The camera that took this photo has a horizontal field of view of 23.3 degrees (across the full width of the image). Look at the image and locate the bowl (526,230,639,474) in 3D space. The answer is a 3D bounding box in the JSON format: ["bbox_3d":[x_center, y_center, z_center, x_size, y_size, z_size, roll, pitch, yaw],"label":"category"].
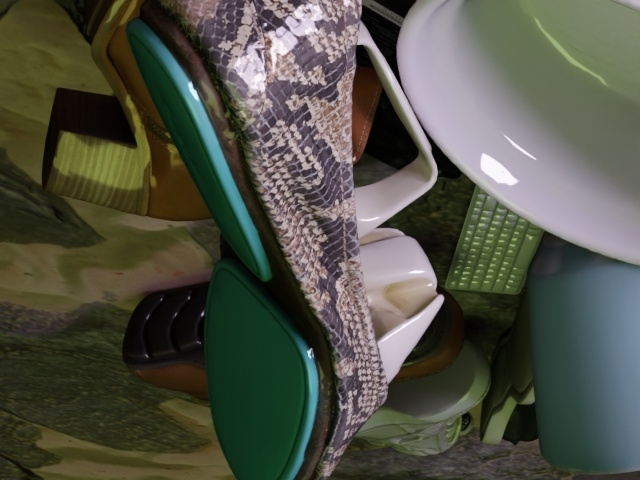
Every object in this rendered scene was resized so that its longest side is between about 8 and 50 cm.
[{"bbox_3d":[0.281,0.033,1.173,0.311,0.311,0.163,-19,97,40],"label":"bowl"}]

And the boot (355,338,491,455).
[{"bbox_3d":[0.118,0.164,1.613,0.123,0.095,0.258,22,157,-30],"label":"boot"}]

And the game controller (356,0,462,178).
[{"bbox_3d":[0.020,-0.147,1.143,0.319,0.067,0.166,26,132,-26],"label":"game controller"}]

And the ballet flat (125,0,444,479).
[{"bbox_3d":[0.000,0.000,1.041,0.182,0.164,0.483,-27,140,-18],"label":"ballet flat"}]

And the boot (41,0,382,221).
[{"bbox_3d":[-0.056,-0.119,1.054,0.220,0.109,0.283,7,127,-18],"label":"boot"}]

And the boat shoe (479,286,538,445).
[{"bbox_3d":[0.232,0.122,1.455,0.113,0.127,0.340,10,152,-2],"label":"boat shoe"}]

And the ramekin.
[{"bbox_3d":[0.199,-0.115,0.985,0.277,0.135,0.277,25,155,13],"label":"ramekin"}]

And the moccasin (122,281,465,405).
[{"bbox_3d":[-0.019,0.105,1.489,0.380,0.139,0.147,-15,143,37],"label":"moccasin"}]

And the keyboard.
[{"bbox_3d":[0.162,-0.017,1.351,0.072,0.014,0.256,10,150,1],"label":"keyboard"}]
